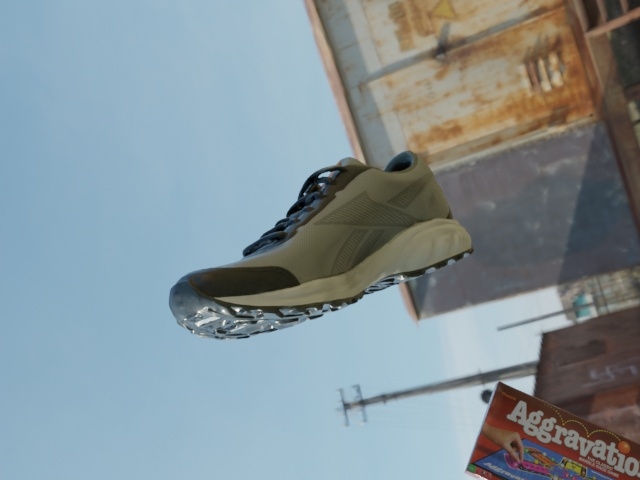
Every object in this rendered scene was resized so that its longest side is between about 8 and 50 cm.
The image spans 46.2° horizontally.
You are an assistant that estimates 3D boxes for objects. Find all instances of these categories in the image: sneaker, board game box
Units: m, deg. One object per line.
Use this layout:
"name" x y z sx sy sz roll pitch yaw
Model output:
"sneaker" 0.000 0.000 0.552 0.271 0.100 0.108 -20 -92 -44
"board game box" 0.362 0.326 1.076 0.027 0.281 0.145 97 -162 -62
